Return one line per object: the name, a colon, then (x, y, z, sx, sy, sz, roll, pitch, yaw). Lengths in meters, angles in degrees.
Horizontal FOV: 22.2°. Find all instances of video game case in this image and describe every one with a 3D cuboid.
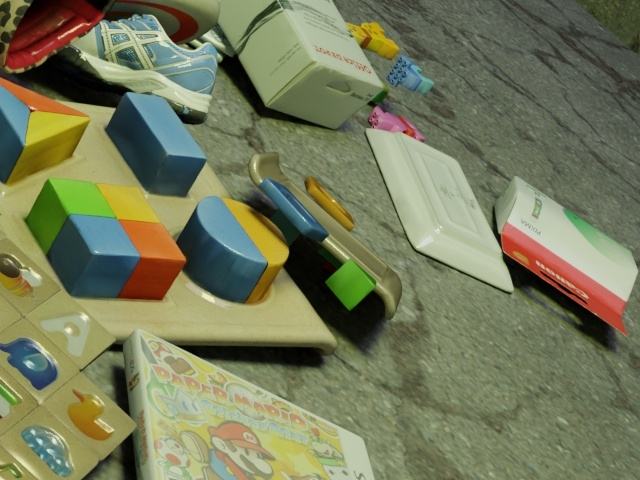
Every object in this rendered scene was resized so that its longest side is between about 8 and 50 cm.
video game case: (-0.042, 0.176, 1.214, 0.227, 0.026, 0.206, 29, 23, -26)

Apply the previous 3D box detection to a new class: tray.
tray: (0.143, -0.047, 1.916, 0.145, 0.030, 0.270, 25, 25, -26)

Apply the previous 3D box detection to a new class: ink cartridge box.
ink cartridge box: (-0.037, -0.243, 1.913, 0.153, 0.087, 0.208, 14, 41, -54)
ink cartridge box: (0.296, 0.013, 1.947, 0.181, 0.056, 0.224, 33, 13, -5)

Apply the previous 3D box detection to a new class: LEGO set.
LEGO set: (0.056, -0.223, 2.065, 0.093, 0.087, 0.227, 10, 32, -46)

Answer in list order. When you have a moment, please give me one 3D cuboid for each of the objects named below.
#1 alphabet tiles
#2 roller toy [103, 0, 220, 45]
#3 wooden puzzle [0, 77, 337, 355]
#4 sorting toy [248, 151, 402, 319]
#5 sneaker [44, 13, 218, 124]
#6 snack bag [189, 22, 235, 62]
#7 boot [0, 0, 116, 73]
alphabet tiles: (-0.276, 0.075, 1.065, 0.285, 0.011, 0.342, 42, 29, 3)
roller toy: (-0.199, -0.277, 1.666, 0.209, 0.191, 0.146, 6, 77, -24)
wooden puzzle: (-0.165, -0.038, 1.409, 0.348, 0.080, 0.322, 10, 34, -46)
sorting toy: (0.000, 0.000, 1.568, 0.196, 0.047, 0.348, 46, 7, 1)
sneaker: (-0.200, -0.187, 1.604, 0.211, 0.081, 0.080, 23, -8, -10)
snack bag: (-0.207, -0.356, 2.026, 0.323, 0.037, 0.342, 34, 23, -3)
boot: (-0.284, -0.333, 1.516, 0.284, 0.138, 0.377, 34, 59, 16)
